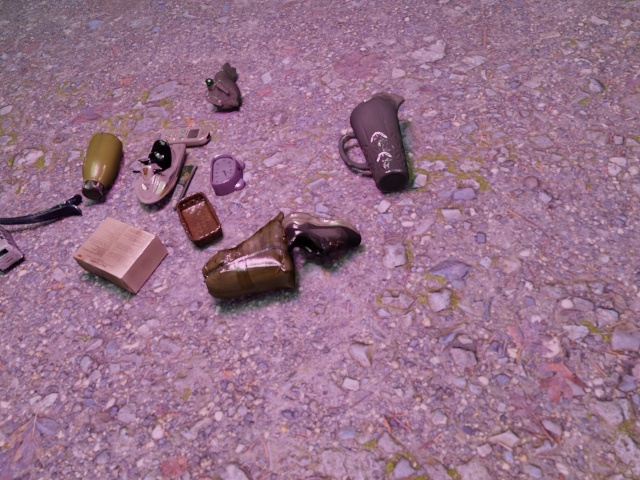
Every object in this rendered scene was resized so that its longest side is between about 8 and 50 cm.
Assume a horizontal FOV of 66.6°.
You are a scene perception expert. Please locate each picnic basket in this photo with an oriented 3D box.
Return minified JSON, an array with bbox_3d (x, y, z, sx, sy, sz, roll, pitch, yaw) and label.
[{"bbox_3d":[-0.376,-0.065,1.518,0.110,0.055,0.193,-27,53,-9],"label":"picnic basket"}]

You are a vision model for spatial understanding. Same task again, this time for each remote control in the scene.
[{"bbox_3d":[-0.509,-0.375,1.786,0.221,0.042,0.078,-2,53,10],"label":"remote control"}]

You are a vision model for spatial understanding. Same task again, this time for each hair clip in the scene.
[{"bbox_3d":[-0.948,-0.090,1.646,0.274,0.048,0.083,-15,55,-10],"label":"hair clip"}]

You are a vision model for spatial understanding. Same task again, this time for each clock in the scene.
[{"bbox_3d":[-0.310,-0.226,1.625,0.109,0.050,0.153,-11,53,4],"label":"clock"}]

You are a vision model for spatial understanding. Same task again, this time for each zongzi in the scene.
[{"bbox_3d":[-0.207,0.029,1.370,0.250,0.125,0.275,-8,49,-4],"label":"zongzi"}]

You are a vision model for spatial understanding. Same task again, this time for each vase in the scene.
[{"bbox_3d":[0.180,-0.293,1.518,0.250,0.156,0.301,-21,57,16],"label":"vase"}]

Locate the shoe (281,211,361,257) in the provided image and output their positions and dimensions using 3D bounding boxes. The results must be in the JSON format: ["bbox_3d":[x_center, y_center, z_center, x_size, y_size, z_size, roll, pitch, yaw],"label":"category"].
[{"bbox_3d":[0.000,0.000,1.334,0.227,0.099,0.112,14,53,-8],"label":"shoe"}]

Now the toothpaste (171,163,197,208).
[{"bbox_3d":[-0.465,-0.187,1.644,0.049,0.032,0.204,1,53,11],"label":"toothpaste"}]

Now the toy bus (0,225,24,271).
[{"bbox_3d":[-1.053,0.011,1.592,0.087,0.089,0.193,-40,55,-17],"label":"toy bus"}]

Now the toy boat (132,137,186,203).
[{"bbox_3d":[-0.548,-0.245,1.646,0.140,0.141,0.270,-3,40,10],"label":"toy boat"}]

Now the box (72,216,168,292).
[{"bbox_3d":[-0.599,0.042,1.464,0.211,0.095,0.168,19,59,25],"label":"box"}]

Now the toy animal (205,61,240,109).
[{"bbox_3d":[-0.371,-0.601,1.893,0.125,0.127,0.251,-19,37,13],"label":"toy animal"}]

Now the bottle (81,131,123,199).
[{"bbox_3d":[-0.774,-0.258,1.714,0.111,0.112,0.260,-8,53,6],"label":"bottle"}]
